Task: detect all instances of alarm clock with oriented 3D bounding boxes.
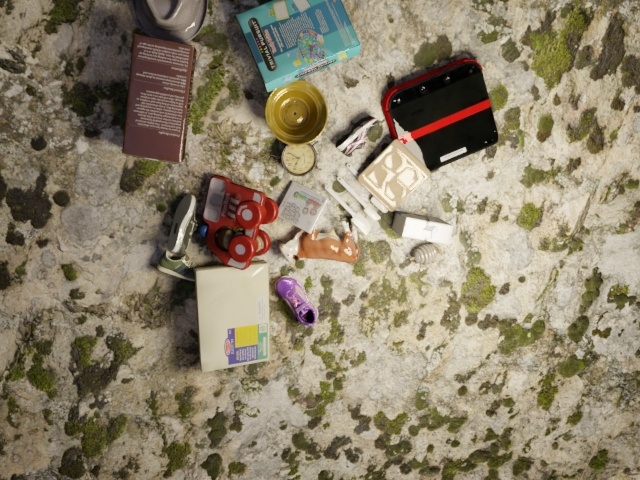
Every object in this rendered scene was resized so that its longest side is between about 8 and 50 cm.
[{"bbox_3d":[-0.097,-0.296,1.842,0.191,0.064,0.130,-7,107,-9],"label":"alarm clock"}]

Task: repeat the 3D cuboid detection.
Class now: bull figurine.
[{"bbox_3d":[0.000,0.000,1.919,0.310,0.101,0.189,7,103,-10],"label":"bull figurine"}]

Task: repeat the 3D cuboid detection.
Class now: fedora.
[{"bbox_3d":[-0.482,-0.772,1.621,0.243,0.124,0.276,11,104,-11],"label":"fedora"}]

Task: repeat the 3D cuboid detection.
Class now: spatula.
[{"bbox_3d":[0.141,-0.161,1.917,0.242,0.019,0.168,45,78,-11],"label":"spatula"}]

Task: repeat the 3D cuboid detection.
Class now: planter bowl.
[{"bbox_3d":[-0.086,-0.442,1.787,0.217,0.090,0.217,-2,103,-7],"label":"planter bowl"}]

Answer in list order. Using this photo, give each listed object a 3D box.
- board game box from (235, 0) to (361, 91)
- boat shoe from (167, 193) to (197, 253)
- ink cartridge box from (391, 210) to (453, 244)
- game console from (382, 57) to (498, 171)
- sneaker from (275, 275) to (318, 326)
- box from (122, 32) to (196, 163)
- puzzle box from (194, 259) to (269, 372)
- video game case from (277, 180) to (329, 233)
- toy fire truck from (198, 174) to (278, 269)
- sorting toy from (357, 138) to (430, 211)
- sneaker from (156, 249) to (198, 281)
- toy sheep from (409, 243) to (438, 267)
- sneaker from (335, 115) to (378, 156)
[{"bbox_3d":[-0.072,-0.676,1.689,0.335,0.079,0.254,-23,86,-1],"label":"board game box"},{"bbox_3d":[-0.486,-0.058,1.853,0.070,0.077,0.220,17,94,-47],"label":"boat shoe"},{"bbox_3d":[0.382,-0.049,1.941,0.190,0.139,0.082,8,102,-11],"label":"ink cartridge box"},{"bbox_3d":[0.443,-0.448,1.889,0.386,0.060,0.342,-23,113,-1],"label":"game console"},{"bbox_3d":[-0.084,0.239,1.973,0.095,0.104,0.236,-35,106,4],"label":"sneaker"},{"bbox_3d":[-0.527,-0.460,1.697,0.191,0.143,0.382,9,102,-11],"label":"box"},{"bbox_3d":[-0.331,0.286,1.945,0.271,0.052,0.409,-5,106,-22],"label":"puzzle box"},{"bbox_3d":[-0.068,-0.121,1.866,0.157,0.019,0.143,28,90,19],"label":"video game case"},{"bbox_3d":[-0.309,-0.061,1.844,0.253,0.169,0.302,19,105,14],"label":"toy fire truck"},{"bbox_3d":[0.271,-0.240,1.902,0.193,0.038,0.208,41,104,-15],"label":"sorting toy"},{"bbox_3d":[-0.498,0.091,1.891,0.192,0.064,0.086,17,105,-11],"label":"sneaker"},{"bbox_3d":[0.404,0.057,2.003,0.132,0.091,0.091,-21,108,-21],"label":"toy sheep"},{"bbox_3d":[0.141,-0.374,1.861,0.178,0.072,0.077,-38,119,11],"label":"sneaker"}]
